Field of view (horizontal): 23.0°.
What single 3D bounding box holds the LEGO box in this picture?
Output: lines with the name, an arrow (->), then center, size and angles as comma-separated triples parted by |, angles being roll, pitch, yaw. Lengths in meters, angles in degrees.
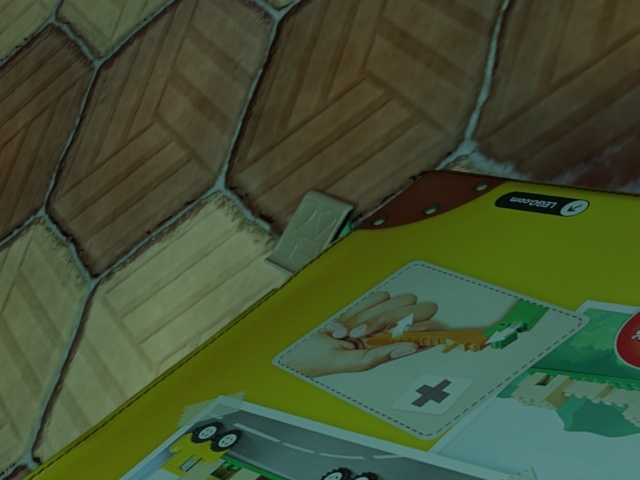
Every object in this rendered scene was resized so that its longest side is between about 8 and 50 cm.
LEGO box -> 0.104, 0.166, 0.509 | 0.372, 0.193, 0.500 | -37, 27, -27

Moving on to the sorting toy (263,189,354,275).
sorting toy -> 0.000, 0.000, 1.045 | 0.062, 0.012, 0.083 | -56, 32, -6
